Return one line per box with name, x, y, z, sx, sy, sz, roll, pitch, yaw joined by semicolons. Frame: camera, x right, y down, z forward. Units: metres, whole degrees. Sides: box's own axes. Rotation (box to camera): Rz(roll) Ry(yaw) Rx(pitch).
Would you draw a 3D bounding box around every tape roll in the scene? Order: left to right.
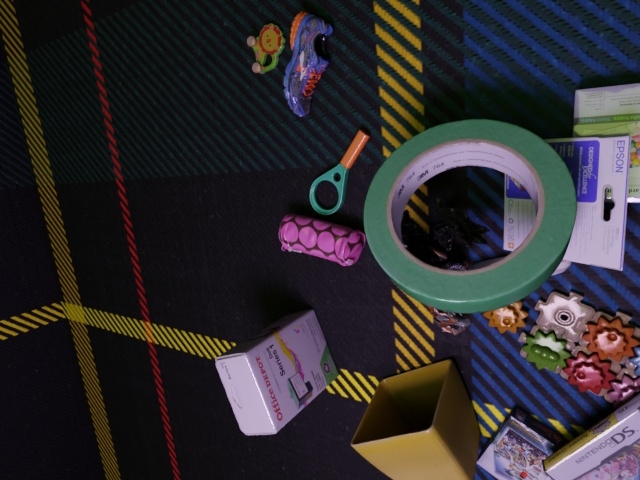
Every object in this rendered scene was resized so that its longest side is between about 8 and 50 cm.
tape roll;0.234;-0.046;0.712;0.321;0.077;0.321;-9;65;21

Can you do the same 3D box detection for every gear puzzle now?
gear puzzle;0.472;0.191;0.808;0.339;0.044;0.175;27;117;26

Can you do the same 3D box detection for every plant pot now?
plant pot;0.231;0.425;0.953;0.212;0.212;0.187;-31;97;36

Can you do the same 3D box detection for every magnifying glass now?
magnifying glass;0.045;-0.157;1.016;0.092;0.026;0.231;44;122;17

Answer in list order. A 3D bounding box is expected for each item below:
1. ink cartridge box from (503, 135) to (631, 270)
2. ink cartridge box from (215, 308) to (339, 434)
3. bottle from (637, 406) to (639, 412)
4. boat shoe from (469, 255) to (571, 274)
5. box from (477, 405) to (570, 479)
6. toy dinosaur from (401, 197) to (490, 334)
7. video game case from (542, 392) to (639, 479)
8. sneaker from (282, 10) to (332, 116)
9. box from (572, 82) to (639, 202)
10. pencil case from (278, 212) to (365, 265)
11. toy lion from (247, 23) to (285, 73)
ink cartridge box;0.412;-0.068;0.730;0.208;0.045;0.206;16;113;57
ink cartridge box;-0.099;0.323;1.094;0.117;0.278;0.201;-20;92;37
bottle;0.623;0.209;0.634;0.283;0.092;0.118;-40;85;17
boat shoe;0.382;0.066;0.826;0.184;0.066;0.063;-17;107;34
box;0.469;0.477;0.892;0.233;0.044;0.159;32;119;23
toy dinosaur;0.202;0.034;0.882;0.322;0.164;0.218;41;157;13
video game case;0.590;0.424;0.752;0.275;0.035;0.248;40;114;7
sneaker;-0.026;-0.388;0.968;0.087;0.083;0.221;17;116;21
box;0.491;-0.156;0.701;0.145;0.038;0.186;6;107;34
pencil case;0.000;0.000;1.052;0.209;0.095;0.098;14;76;33
toy lion;-0.126;-0.465;1.045;0.096;0.034;0.100;-5;101;28
